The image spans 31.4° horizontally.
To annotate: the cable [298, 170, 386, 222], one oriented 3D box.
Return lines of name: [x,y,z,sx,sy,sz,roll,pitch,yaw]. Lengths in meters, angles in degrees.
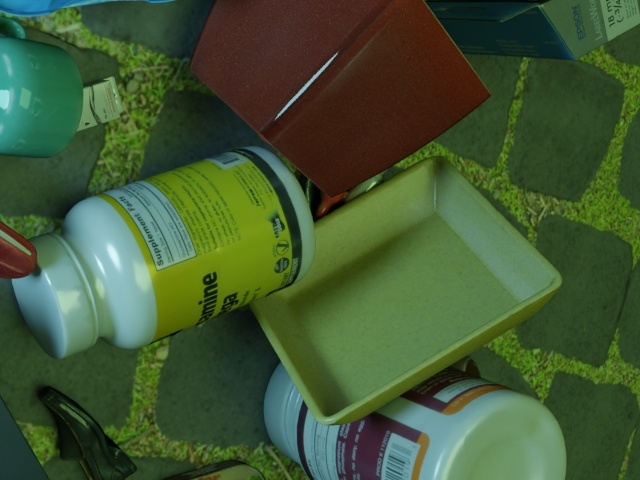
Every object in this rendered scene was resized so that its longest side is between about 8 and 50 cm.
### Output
cable: [0.000,0.000,1.566,0.139,0.072,0.287,33,79,-30]

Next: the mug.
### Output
mug: [-0.348,-0.164,1.255,0.097,0.158,0.129,1,118,-51]

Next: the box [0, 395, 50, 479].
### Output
box: [-0.416,0.179,1.231,0.103,0.184,0.261,-35,117,-25]

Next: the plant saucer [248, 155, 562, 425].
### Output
plant saucer: [0.094,0.069,1.443,0.333,0.333,0.081,-31,129,-4]

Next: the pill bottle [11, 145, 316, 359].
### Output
pill bottle: [-0.187,0.018,1.364,0.334,0.188,0.188,-22,110,-30]

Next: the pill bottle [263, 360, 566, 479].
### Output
pill bottle: [0.106,0.259,1.488,0.224,0.392,0.224,-7,103,-34]

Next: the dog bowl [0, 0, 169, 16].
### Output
dog bowl: [-0.253,-0.337,1.258,0.297,0.074,0.166,-8,99,-8]

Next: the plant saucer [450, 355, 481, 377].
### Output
plant saucer: [0.225,0.249,1.738,0.168,0.029,0.168,-7,90,-70]

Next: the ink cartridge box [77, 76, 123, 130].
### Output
ink cartridge box: [-0.274,-0.164,1.368,0.083,0.028,0.048,-24,112,-31]

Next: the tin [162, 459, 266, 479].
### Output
tin: [-0.157,0.360,1.540,0.190,0.040,0.106,-10,108,-34]

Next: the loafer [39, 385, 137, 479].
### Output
loafer: [-0.297,0.250,1.406,0.061,0.062,0.170,-43,119,-16]

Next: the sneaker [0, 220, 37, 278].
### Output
sneaker: [-0.384,-0.060,1.226,0.221,0.087,0.128,34,49,-10]

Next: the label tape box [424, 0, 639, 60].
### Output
label tape box: [0.301,-0.328,1.620,0.334,0.241,0.106,-30,116,-27]

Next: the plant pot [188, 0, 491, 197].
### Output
plant pot: [0.002,-0.217,1.398,0.236,0.267,0.267,-47,144,3]
